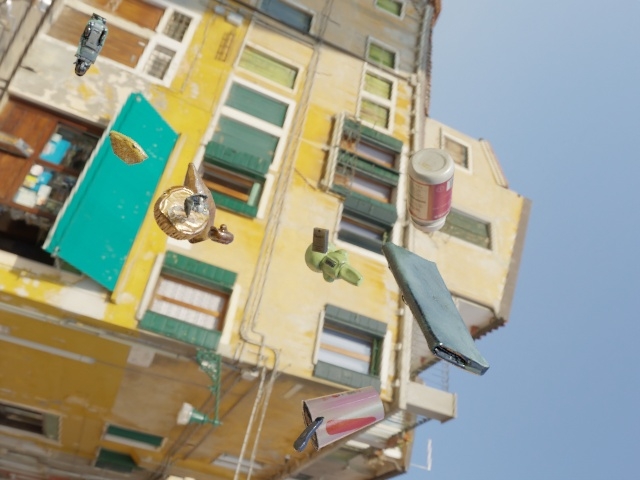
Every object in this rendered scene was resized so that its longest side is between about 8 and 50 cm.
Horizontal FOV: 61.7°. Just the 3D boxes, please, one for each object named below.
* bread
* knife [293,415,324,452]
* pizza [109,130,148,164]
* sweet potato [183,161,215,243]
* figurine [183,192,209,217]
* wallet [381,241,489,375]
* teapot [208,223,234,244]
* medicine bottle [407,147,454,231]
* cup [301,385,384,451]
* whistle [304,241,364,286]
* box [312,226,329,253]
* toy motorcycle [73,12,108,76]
[{"bbox_3d":[-0.504,-0.095,1.937,0.104,0.199,0.199,-30,-141,45],"label":"bread"},{"bbox_3d":[-0.028,0.494,1.378,0.031,0.018,0.121,5,-144,43],"label":"knife"},{"bbox_3d":[-0.723,-0.342,2.008,0.099,0.160,0.035,-43,-166,38],"label":"pizza"},{"bbox_3d":[-0.505,-0.159,2.237,0.131,0.131,0.336,-120,-151,-72],"label":"sweet potato"},{"bbox_3d":[-0.419,-0.122,1.834,0.094,0.086,0.082,-47,-125,50],"label":"figurine"},{"bbox_3d":[0.270,0.154,1.305,0.046,0.191,0.379,-52,-149,24],"label":"wallet"},{"bbox_3d":[-0.396,-0.030,2.136,0.129,0.098,0.078,26,74,-65],"label":"teapot"},{"bbox_3d":[0.317,-0.142,1.563,0.250,0.131,0.131,80,15,-51],"label":"medicine bottle"},{"bbox_3d":[0.089,0.671,2.073,0.203,0.288,0.203,166,-90,-74],"label":"cup"},{"bbox_3d":[0.054,0.093,2.026,0.141,0.294,0.141,-39,148,-31],"label":"whistle"},{"bbox_3d":[0.000,0.000,1.808,0.024,0.053,0.083,-14,113,-57],"label":"box"},{"bbox_3d":[-0.641,-0.538,1.487,0.173,0.058,0.100,-62,-148,13],"label":"toy motorcycle"}]
